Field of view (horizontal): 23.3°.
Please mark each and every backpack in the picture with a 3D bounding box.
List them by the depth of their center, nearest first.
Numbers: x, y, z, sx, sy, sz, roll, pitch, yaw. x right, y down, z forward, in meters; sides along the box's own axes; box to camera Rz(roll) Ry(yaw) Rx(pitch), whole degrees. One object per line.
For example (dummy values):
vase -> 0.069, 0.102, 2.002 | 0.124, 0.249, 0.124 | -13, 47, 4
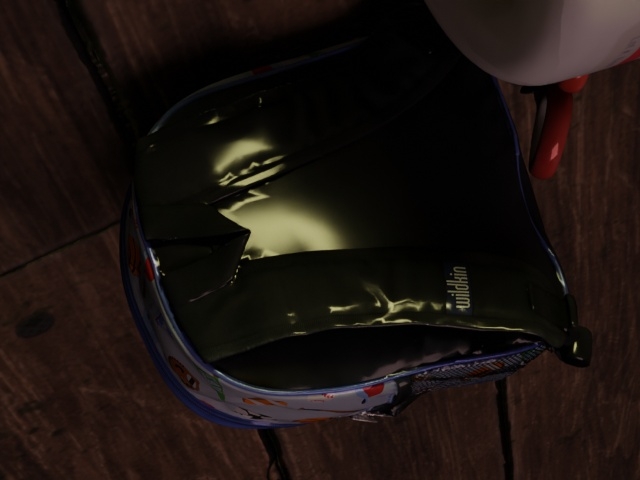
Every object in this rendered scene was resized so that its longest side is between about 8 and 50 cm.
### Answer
backpack -> 0.000, 0.000, 1.025 | 0.263, 0.276, 0.213 | -10, 159, -23

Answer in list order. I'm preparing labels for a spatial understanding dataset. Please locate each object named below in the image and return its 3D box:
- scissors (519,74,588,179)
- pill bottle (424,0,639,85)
scissors -> 0.158, -0.120, 1.045 | 0.021, 0.297, 0.109 | 12, 107, 3
pill bottle -> 0.255, -0.243, 0.858 | 0.407, 0.229, 0.229 | -18, 149, -18
